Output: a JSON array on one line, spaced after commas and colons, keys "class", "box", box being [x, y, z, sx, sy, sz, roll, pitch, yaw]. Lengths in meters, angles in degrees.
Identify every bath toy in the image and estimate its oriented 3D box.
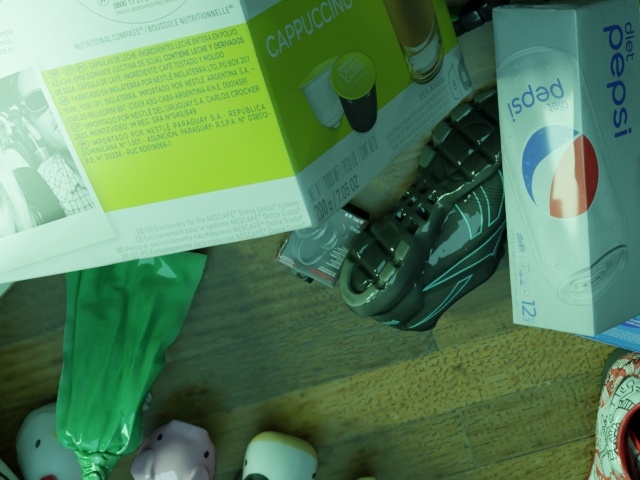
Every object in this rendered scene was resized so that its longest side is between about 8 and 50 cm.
[{"class": "bath toy", "box": [-0.125, 0.235, 1.776, 0.348, 0.129, 0.151, 15, 106, -1]}]

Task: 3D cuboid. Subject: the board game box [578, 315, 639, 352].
[{"class": "board game box", "box": [0.293, -0.006, 1.712, 0.160, 0.047, 0.210, 16, 108, 10]}]

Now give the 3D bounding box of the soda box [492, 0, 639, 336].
[{"class": "soda box", "box": [0.220, -0.068, 1.622, 0.091, 0.098, 0.286, 8, 108, 43]}]

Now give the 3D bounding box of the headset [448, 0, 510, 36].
[{"class": "headset", "box": [0.126, -0.316, 1.576, 0.394, 0.185, 0.243, -32, 103, 22]}]

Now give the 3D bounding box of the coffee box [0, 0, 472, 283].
[{"class": "coffee box", "box": [-0.128, -0.193, 1.497, 0.338, 0.337, 0.334, -10, 107, 28]}]

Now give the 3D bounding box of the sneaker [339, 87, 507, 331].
[{"class": "sneaker", "box": [0.130, -0.029, 1.720, 0.106, 0.101, 0.267, 33, 101, -35]}]

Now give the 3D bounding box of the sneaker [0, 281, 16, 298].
[{"class": "sneaker", "box": [-0.302, -0.008, 1.745, 0.086, 0.064, 0.192, 41, 107, -14]}]

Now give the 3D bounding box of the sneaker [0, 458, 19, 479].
[{"class": "sneaker", "box": [-0.378, 0.128, 1.729, 0.169, 0.257, 0.447, -13, 143, 13]}]

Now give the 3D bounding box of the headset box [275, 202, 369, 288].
[{"class": "headset box", "box": [0.000, 0.000, 1.752, 0.062, 0.032, 0.083, 27, 104, -5]}]

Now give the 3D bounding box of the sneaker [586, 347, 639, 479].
[{"class": "sneaker", "box": [0.296, 0.242, 1.748, 0.090, 0.145, 0.270, 1, 106, 2]}]

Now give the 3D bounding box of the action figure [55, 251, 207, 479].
[{"class": "action figure", "box": [-0.191, 0.115, 1.727, 0.137, 0.063, 0.232, 9, 74, 3]}]
